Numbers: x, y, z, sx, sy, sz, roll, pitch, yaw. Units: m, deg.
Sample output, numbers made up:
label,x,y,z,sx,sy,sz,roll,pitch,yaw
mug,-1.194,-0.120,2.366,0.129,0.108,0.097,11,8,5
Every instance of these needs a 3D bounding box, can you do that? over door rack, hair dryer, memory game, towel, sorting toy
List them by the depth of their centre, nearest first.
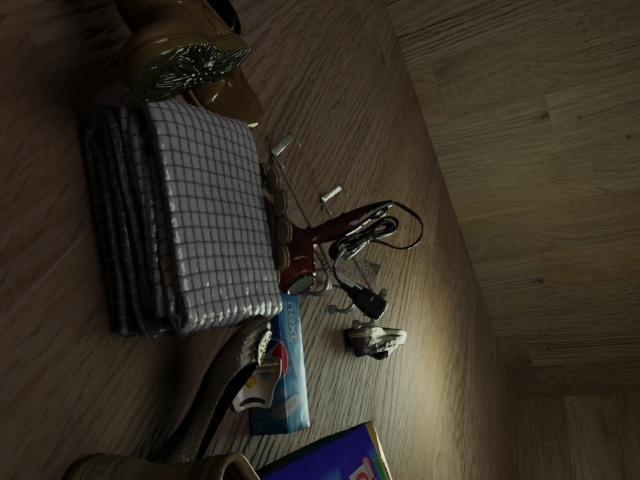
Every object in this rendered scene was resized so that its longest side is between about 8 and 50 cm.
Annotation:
label,x,y,z,sx,sy,sz,roll,pitch,yaw
towel,-0.163,-0.023,0.715,0.235,0.121,0.283,0,78,-67
sorting toy,-0.100,0.208,0.821,0.045,0.083,0.075,175,-87,-75
memory game,-0.085,-0.021,0.832,0.012,0.186,0.186,-4,82,-30
hair dryer,0.000,0.000,0.911,0.080,0.293,0.223,105,11,-50
over door rack,-0.005,-0.004,1.083,0.239,0.108,0.324,39,31,-56

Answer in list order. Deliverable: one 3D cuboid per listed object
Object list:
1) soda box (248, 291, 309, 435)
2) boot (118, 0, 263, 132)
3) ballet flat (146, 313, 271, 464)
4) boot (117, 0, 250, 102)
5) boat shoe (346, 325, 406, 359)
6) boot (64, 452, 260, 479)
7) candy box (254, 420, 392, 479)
label,x,y,z,sx,sy,sz,roll,pitch,yaw
soda box,-0.070,0.188,0.881,0.071,0.067,0.210,19,62,-63
boot,-0.152,-0.269,0.845,0.305,0.115,0.112,47,37,-51
ballet flat,-0.121,0.198,0.657,0.250,0.058,0.084,-56,159,-24
boot,-0.222,-0.285,0.622,0.269,0.089,0.236,48,21,-5
boat shoe,0.128,0.233,1.288,0.223,0.080,0.073,19,68,-57
boot,-0.125,0.326,0.532,0.095,0.203,0.262,-9,86,-65
candy box,-0.006,0.402,0.697,0.317,0.122,0.268,3,63,-59
